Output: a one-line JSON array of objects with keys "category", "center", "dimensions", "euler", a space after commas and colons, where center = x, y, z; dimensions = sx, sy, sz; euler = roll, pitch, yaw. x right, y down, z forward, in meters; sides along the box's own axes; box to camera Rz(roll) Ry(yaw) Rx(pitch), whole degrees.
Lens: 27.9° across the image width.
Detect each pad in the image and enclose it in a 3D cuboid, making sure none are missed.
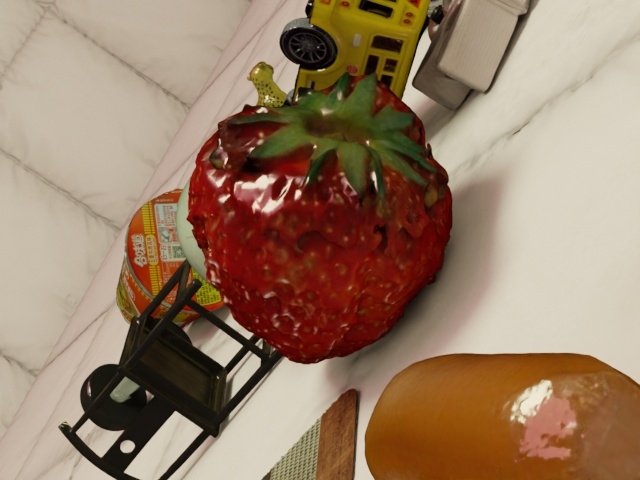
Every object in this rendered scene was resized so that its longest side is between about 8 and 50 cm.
[{"category": "pad", "center": [-0.069, 0.276, 1.098], "dimensions": [0.250, 0.055, 0.323], "euler": [-49, -2, 25]}]

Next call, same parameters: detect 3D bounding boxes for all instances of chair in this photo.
[{"category": "chair", "center": [-0.166, 0.154, 1.521], "dimensions": [0.260, 0.154, 0.141], "euler": [-48, 15, 18]}]

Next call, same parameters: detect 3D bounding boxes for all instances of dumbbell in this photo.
[{"category": "dumbbell", "center": [-0.265, 0.195, 1.854], "dimensions": [0.191, 0.100, 0.100], "euler": [-43, 18, 44]}]

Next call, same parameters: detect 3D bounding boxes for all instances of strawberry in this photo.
[{"category": "strawberry", "center": [0.000, 0.000, 1.195], "dimensions": [0.288, 0.250, 0.238], "euler": [106, 149, -42]}]

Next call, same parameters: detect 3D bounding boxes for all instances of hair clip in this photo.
[{"category": "hair clip", "center": [0.201, -0.303, 1.451], "dimensions": [0.330, 0.085, 0.101], "euler": [-62, 13, -19]}]

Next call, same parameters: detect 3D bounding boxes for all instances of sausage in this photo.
[{"category": "sausage", "center": [0.106, 0.119, 0.779], "dimensions": [0.105, 0.105, 0.274], "euler": [-60, 14, -15]}]

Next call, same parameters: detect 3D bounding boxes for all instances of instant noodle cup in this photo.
[{"category": "instant noodle cup", "center": [-0.215, 0.050, 1.901], "dimensions": [0.193, 0.193, 0.212], "euler": [-63, 8, -28]}]

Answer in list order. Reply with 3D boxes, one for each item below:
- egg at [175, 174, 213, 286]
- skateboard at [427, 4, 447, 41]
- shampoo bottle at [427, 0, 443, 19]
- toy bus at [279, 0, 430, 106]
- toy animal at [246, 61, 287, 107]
[{"category": "egg", "center": [-0.061, -0.020, 1.411], "dimensions": [0.183, 0.183, 0.264], "euler": [-53, -19, 12]}, {"category": "skateboard", "center": [0.177, -0.282, 1.563], "dimensions": [0.151, 0.067, 0.080], "euler": [-58, 3, -32]}, {"category": "shampoo bottle", "center": [0.103, -0.326, 1.827], "dimensions": [0.303, 0.092, 0.092], "euler": [-34, 25, 58]}, {"category": "toy bus", "center": [0.027, -0.174, 1.488], "dimensions": [0.331, 0.151, 0.145], "euler": [104, -177, -52]}, {"category": "toy animal", "center": [-0.093, -0.179, 2.049], "dimensions": [0.181, 0.136, 0.073], "euler": [-49, 16, 29]}]
